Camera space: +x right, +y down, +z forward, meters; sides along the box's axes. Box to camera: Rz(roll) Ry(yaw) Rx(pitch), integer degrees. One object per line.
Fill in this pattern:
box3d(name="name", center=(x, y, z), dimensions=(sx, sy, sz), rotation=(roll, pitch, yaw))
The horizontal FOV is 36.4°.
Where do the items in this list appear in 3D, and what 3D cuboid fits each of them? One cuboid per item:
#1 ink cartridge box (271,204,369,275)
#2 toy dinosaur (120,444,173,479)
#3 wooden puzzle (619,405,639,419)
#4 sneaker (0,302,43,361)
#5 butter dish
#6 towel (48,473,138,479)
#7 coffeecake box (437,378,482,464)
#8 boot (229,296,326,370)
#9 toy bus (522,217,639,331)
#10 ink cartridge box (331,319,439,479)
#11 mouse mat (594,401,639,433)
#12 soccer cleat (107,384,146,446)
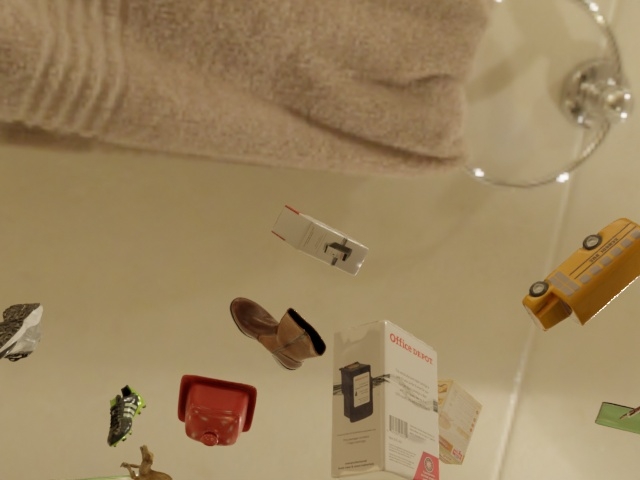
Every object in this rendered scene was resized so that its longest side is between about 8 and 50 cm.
box3d(name="ink cartridge box", center=(0.000, 0.000, 1.657), dimensions=(0.099, 0.135, 0.056), rotation=(33, -84, 53))
box3d(name="toy dinosaur", center=(-0.306, 0.437, 1.763), dimensions=(0.183, 0.092, 0.053), rotation=(66, 24, -46))
box3d(name="wooden puzzle", center=(0.558, 0.292, 1.693), dimensions=(0.006, 0.083, 0.049), rotation=(62, 4, 21))
box3d(name="sneaker", center=(-0.670, 0.221, 2.118), dimensions=(0.271, 0.100, 0.108), rotation=(-62, 145, -73))
box3d(name="butter dish", center=(-0.218, 0.366, 1.982), dimensions=(0.118, 0.160, 0.160), rotation=(-84, -175, -50))
box3d(name="towel", center=(-0.566, 0.656, 2.259), dimensions=(0.325, 0.248, 0.038), rotation=(-85, 169, -67))
box3d(name="coffeecake box", center=(0.350, 0.494, 2.650), dimensions=(0.068, 0.142, 0.185), rotation=(-10, -135, 48))
box3d(name="boot", center=(-0.120, 0.228, 2.563), dimensions=(0.264, 0.096, 0.280), rotation=(53, -22, 4))
box3d(name="toy bus", center=(0.660, 0.094, 2.378), dimensions=(0.108, 0.332, 0.130), rotation=(52, -5, -37))
box3d(name="ink cartridge box", center=(0.104, 0.266, 1.528), dimensions=(0.100, 0.172, 0.237), rotation=(-16, -121, 32))
box3d(name="mouse mat", center=(0.707, 0.408, 2.206), dimensions=(0.190, 0.152, 0.007), rotation=(70, 35, -64))
box3d(name="soccer cleat", center=(-0.435, 0.381, 2.112), dimensions=(0.060, 0.072, 0.179), rotation=(-35, -165, 19))
